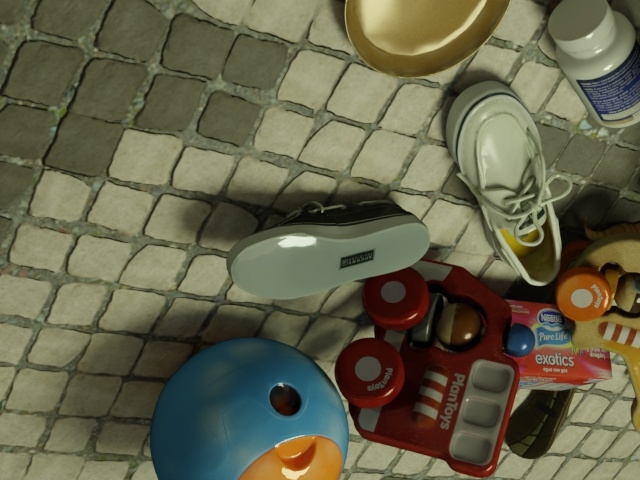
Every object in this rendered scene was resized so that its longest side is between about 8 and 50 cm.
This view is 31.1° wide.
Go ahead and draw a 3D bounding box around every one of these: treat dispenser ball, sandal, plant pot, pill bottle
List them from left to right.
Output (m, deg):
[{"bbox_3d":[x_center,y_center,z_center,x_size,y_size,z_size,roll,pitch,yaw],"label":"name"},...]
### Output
[{"bbox_3d":[-0.103,0.283,1.671,0.288,0.288,0.288,-14,132,-15],"label":"treat dispenser ball"},{"bbox_3d":[0.135,-0.314,1.454,0.236,0.032,0.236,-14,133,-16],"label":"plant pot"},{"bbox_3d":[0.413,0.311,2.106,0.060,0.090,0.219,-10,128,-48],"label":"sandal"},{"bbox_3d":[0.387,-0.249,1.576,0.112,0.112,0.187,-39,135,9],"label":"pill bottle"}]

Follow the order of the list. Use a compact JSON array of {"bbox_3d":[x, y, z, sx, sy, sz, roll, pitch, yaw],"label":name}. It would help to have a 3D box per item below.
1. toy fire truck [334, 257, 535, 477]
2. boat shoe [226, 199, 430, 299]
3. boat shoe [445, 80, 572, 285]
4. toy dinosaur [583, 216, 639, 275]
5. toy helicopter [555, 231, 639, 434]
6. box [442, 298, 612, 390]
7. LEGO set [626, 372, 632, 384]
[{"bbox_3d":[0.175,0.179,1.693,0.254,0.302,0.169,13,155,18],"label":"toy fire truck"},{"bbox_3d":[0.001,-0.004,1.606,0.306,0.105,0.113,-14,129,-24],"label":"boat shoe"},{"bbox_3d":[0.285,-0.058,1.658,0.136,0.156,0.367,-26,135,-4],"label":"boat shoe"},{"bbox_3d":[0.479,0.000,1.884,0.212,0.064,0.112,-5,111,-33],"label":"toy dinosaur"},{"bbox_3d":[0.513,0.151,1.800,0.235,0.140,0.355,-14,108,16],"label":"toy helicopter"},{"bbox_3d":[0.335,0.173,1.875,0.257,0.122,0.128,7,161,-30],"label":"box"},{"bbox_3d":[0.710,0.203,2.125,0.132,0.107,0.287,23,115,-38],"label":"LEGO set"}]
